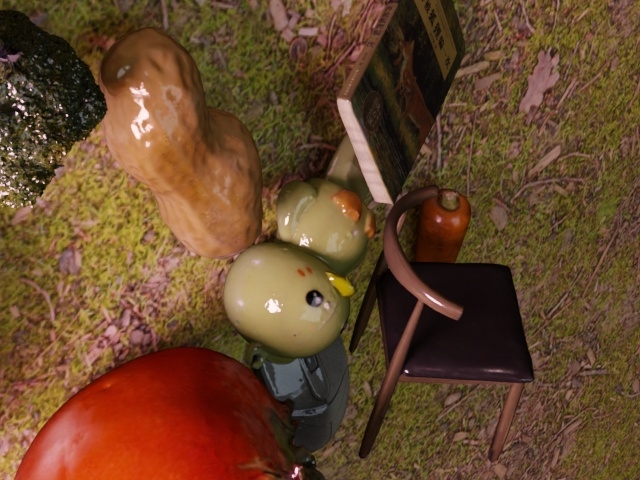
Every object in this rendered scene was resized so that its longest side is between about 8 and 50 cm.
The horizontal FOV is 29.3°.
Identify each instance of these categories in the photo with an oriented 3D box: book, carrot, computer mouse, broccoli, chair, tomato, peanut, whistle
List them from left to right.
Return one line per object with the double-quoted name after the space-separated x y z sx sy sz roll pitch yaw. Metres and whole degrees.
-0.249 -0.098 0.920 0.162 0.145 0.138 -51 176 -34 "broccoli"
-0.145 0.271 1.159 0.321 0.321 0.322 -27 133 -34 "tomato"
-0.124 -0.082 1.089 0.263 0.101 0.117 55 46 -47 "peanut"
-0.014 0.169 1.403 0.113 0.068 0.229 -36 137 -29 "computer mouse"
0.006 0.004 1.261 0.294 0.141 0.141 -54 142 -7 "whistle"
0.087 -0.173 1.262 0.228 0.024 0.160 -63 146 -29 "book"
0.140 0.035 1.500 0.061 0.061 0.257 -27 140 -34 "carrot"
0.133 0.091 1.303 0.166 0.188 0.272 2 133 -6 "chair"
